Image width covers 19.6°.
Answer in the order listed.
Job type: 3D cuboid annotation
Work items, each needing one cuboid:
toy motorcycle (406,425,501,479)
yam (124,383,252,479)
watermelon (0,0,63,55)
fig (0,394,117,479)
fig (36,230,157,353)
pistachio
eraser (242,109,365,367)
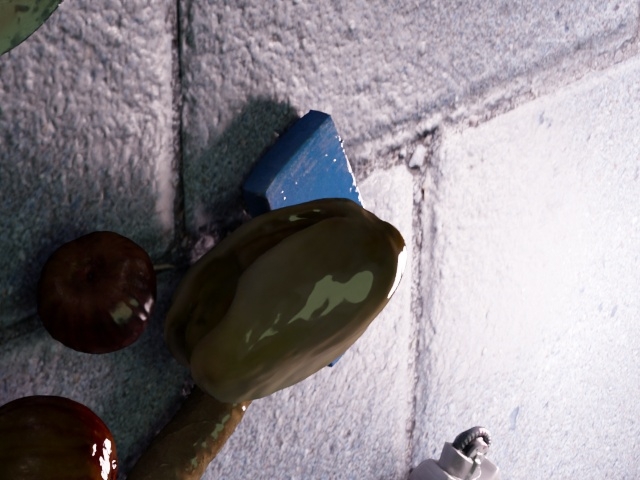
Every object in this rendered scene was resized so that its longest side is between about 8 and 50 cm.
[{"bbox_3d":[0.183,0.373,2.598,0.171,0.110,0.260,-32,139,-21],"label":"toy motorcycle"},{"bbox_3d":[-0.150,0.231,2.091,0.357,0.081,0.081,-55,142,-22],"label":"yam"},{"bbox_3d":[-0.320,-0.298,1.607,0.226,0.148,0.318,30,94,-37],"label":"watermelon"},{"bbox_3d":[-0.308,0.234,1.843,0.175,0.207,0.175,5,90,-88],"label":"fig"},{"bbox_3d":[-0.227,0.068,1.879,0.128,0.128,0.150,-21,127,-48],"label":"fig"},{"bbox_3d":[-0.035,0.063,2.059,0.288,0.166,0.197,-33,130,-6],"label":"pistachio"},{"bbox_3d":[0.000,0.000,2.217,0.144,0.042,0.312,-49,140,-27],"label":"eraser"}]
